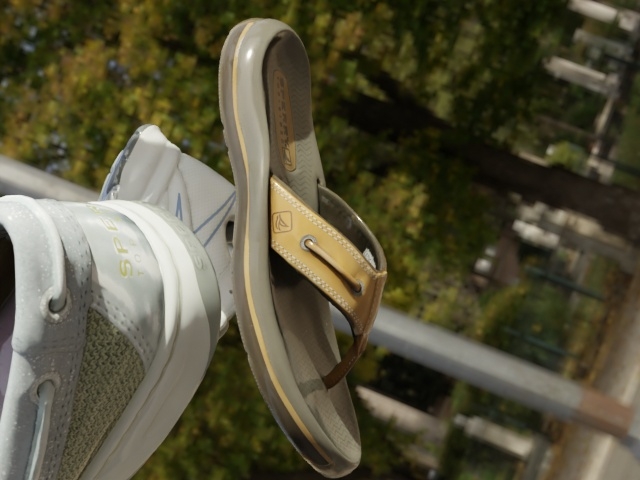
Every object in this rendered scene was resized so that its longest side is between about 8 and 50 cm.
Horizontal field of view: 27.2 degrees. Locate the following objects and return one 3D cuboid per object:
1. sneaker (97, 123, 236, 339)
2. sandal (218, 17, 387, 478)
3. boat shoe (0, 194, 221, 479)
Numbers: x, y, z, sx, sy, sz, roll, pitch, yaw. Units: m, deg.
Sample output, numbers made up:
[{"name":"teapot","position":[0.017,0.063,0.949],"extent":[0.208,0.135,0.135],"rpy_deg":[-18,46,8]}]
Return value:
[{"name":"sneaker","position":[-0.122,0.049,0.933],"extent":[0.111,0.129,0.297],"rpy_deg":[127,165,-55]},{"name":"sandal","position":[0.000,0.000,0.619],"extent":[0.090,0.060,0.219],"rpy_deg":[20,-117,-68]},{"name":"boat shoe","position":[-0.159,0.118,0.513],"extent":[0.320,0.118,0.103],"rpy_deg":[-54,-29,15]}]
